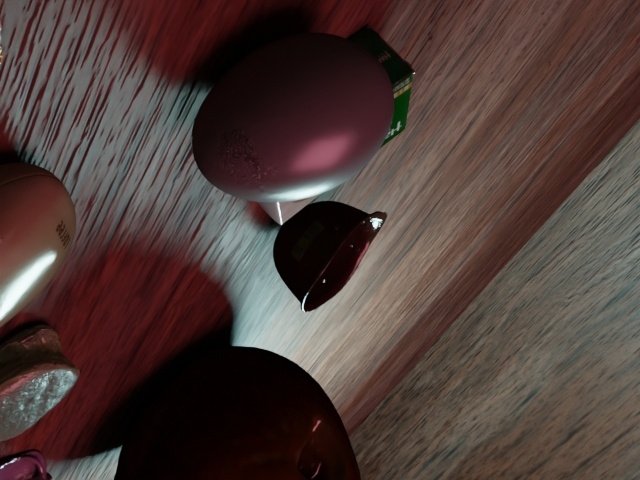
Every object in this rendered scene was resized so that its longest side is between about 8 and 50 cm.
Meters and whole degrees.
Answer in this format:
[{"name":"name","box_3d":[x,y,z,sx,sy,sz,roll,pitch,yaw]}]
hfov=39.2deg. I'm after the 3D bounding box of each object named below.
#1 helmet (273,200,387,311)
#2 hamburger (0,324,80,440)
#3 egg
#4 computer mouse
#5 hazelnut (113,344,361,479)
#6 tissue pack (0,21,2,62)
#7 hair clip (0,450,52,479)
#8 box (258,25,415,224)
[{"name":"helmet","box_3d":[0.000,0.000,1.231,0.175,0.106,0.155,-50,165,8]},{"name":"hamburger","box_3d":[-0.330,0.158,0.970,0.140,0.062,0.133,-37,159,-9]},{"name":"egg","box_3d":[-0.025,-0.112,0.831,0.198,0.146,0.146,-23,159,-12]},{"name":"computer mouse","box_3d":[-0.295,0.033,0.706,0.236,0.082,0.145,-36,163,-21]},{"name":"hazelnut","box_3d":[-0.144,0.381,1.455,0.402,0.402,0.429,-27,163,-39]},{"name":"tissue pack","box_3d":[-0.218,-0.123,0.483,0.062,0.083,0.042,-31,159,-32]},{"name":"hair clip","box_3d":[-0.445,0.346,1.121,0.095,0.110,0.358,-27,168,9]},{"name":"box","box_3d":[0.003,-0.123,0.986,0.199,0.081,0.135,-36,163,-11]}]
